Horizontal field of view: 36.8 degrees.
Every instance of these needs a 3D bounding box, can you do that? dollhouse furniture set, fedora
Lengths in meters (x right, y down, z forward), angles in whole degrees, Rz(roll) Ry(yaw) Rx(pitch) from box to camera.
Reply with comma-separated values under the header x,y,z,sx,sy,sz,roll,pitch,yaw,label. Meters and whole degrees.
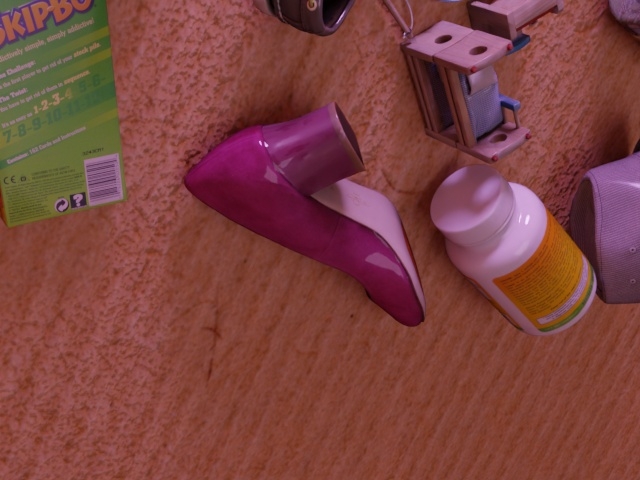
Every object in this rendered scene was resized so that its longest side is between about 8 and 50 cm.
x,y,z,sx,sy,sz,roll,pitch,yaw,label
0.217,-0.203,1.126,0.184,0.129,0.129,-33,126,-16,dollhouse furniture set
0.418,-0.019,1.314,0.124,0.243,0.275,-8,124,-1,fedora

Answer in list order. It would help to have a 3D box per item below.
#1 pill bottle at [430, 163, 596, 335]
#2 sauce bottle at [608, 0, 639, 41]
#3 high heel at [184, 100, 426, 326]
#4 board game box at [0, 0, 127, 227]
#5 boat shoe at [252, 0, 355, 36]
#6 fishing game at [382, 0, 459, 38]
x,y,z,sx,sy,sz,roll,pitch,yaw,label
0.246,0.011,1.242,0.136,0.136,0.246,-51,129,-3,pill bottle
0.528,-0.271,1.312,0.344,0.111,0.111,20,100,-39,sauce bottle
0.000,0.000,1.125,0.181,0.127,0.377,-21,131,11,high heel
-0.256,-0.147,0.904,0.124,0.039,0.259,-15,122,-28,board game box
0.044,-0.346,0.951,0.305,0.091,0.109,-60,154,7,boat shoe
0.160,-0.356,1.075,0.264,0.041,0.189,-45,126,-7,fishing game
